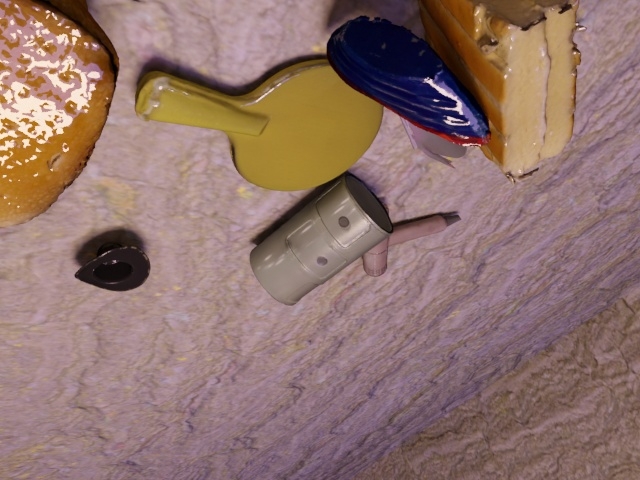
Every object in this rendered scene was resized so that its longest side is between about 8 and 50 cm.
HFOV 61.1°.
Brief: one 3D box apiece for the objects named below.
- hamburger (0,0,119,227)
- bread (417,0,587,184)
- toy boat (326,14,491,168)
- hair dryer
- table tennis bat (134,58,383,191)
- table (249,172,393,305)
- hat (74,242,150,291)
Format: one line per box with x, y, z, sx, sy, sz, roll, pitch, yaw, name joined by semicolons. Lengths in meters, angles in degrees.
-0.344;-0.146;0.462;0.284;0.174;0.305;-40;143;20;hamburger
0.198;-0.226;0.621;0.111;0.245;0.239;-24;147;8;bread
0.130;-0.146;0.670;0.072;0.219;0.318;-52;135;-1;toy boat
0.184;-0.029;1.059;0.221;0.053;0.195;-20;146;-7;hair dryer
-0.068;-0.158;0.732;0.369;0.054;0.224;2;136;-39;table tennis bat
0.000;0.000;0.921;0.220;0.126;0.126;-37;144;21;table
-0.320;0.033;0.836;0.121;0.050;0.121;-16;150;-9;hat
